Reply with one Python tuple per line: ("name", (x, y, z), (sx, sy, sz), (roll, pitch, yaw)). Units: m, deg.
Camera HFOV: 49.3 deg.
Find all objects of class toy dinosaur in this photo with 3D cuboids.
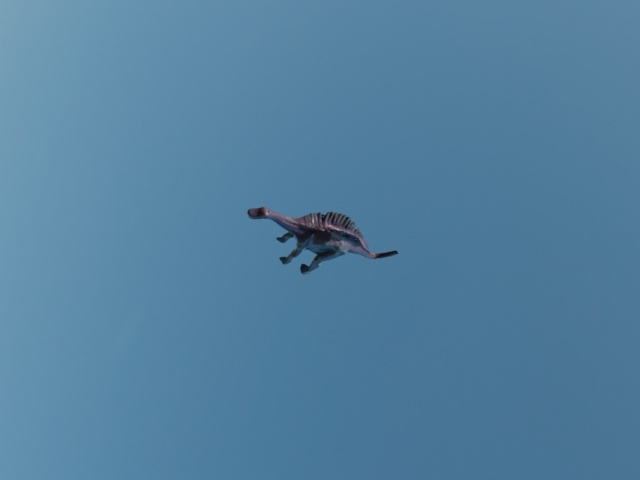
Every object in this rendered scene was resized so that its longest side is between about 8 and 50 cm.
("toy dinosaur", (0.000, 0.000, 0.762), (0.080, 0.197, 0.045), (-37, -133, 42))
